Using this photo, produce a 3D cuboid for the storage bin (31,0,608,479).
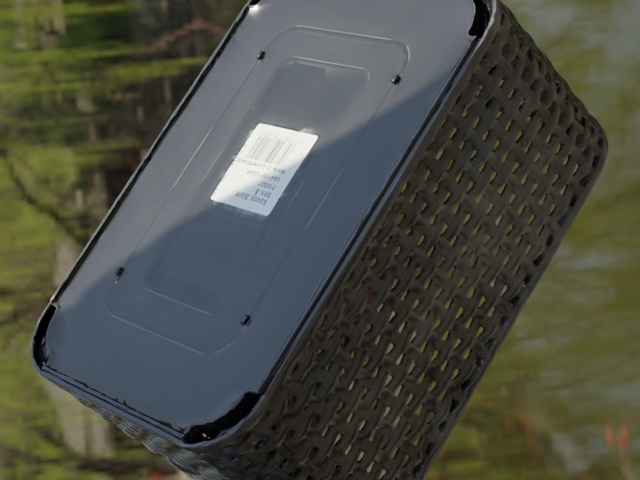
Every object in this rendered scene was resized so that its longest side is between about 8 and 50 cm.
[{"bbox_3d":[0.000,0.000,0.545,0.122,0.180,0.084,17,161,48],"label":"storage bin"}]
